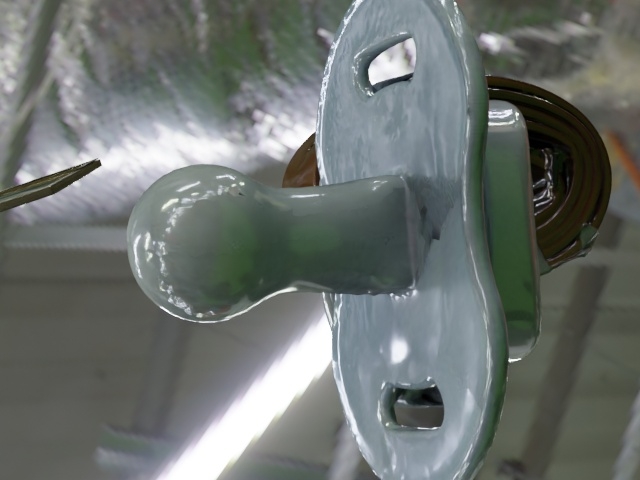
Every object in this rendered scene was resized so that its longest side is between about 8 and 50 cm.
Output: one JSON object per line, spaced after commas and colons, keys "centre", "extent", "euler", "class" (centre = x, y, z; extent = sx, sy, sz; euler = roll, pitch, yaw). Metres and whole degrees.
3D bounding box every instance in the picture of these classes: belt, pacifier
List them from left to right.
{"centre": [0.000, 0.000, 1.103], "extent": [0.233, 0.244, 0.299], "euler": [-1, -96, -27], "class": "pacifier"}
{"centre": [0.103, -0.038, 1.602], "extent": [0.261, 0.105, 0.184], "euler": [0, -101, -23], "class": "belt"}

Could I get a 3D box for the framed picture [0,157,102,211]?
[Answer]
{"centre": [-0.274, -0.036, 1.725], "extent": [0.136, 0.201, 0.010], "euler": [-19, -84, 8], "class": "framed picture"}
